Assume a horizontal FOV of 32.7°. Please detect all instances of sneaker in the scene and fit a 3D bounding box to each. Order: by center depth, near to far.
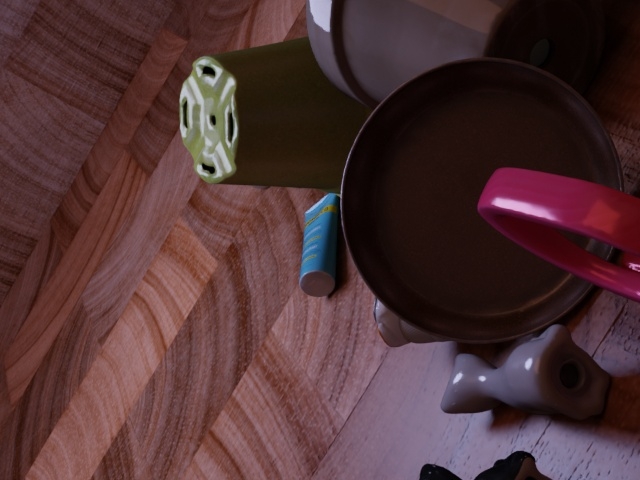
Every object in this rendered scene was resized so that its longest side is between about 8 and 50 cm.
[{"bbox_3d":[0.165,0.021,1.319,0.121,0.099,0.262,2,54,33],"label":"sneaker"}]

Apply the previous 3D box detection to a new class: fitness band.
[{"bbox_3d":[0.264,0.004,0.991,0.054,0.209,0.291,-64,25,-3],"label":"fitness band"}]

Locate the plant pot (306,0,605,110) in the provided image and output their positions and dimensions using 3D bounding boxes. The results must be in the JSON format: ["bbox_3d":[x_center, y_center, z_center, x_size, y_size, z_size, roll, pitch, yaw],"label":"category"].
[{"bbox_3d":[0.188,-0.274,1.352,0.323,0.323,0.280,-58,42,6],"label":"plant pot"}]

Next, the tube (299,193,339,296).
[{"bbox_3d":[0.000,0.000,1.673,0.080,0.052,0.207,-33,30,25],"label":"tube"}]

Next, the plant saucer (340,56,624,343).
[{"bbox_3d":[0.176,-0.043,1.200,0.311,0.310,0.050,-56,-17,10],"label":"plant saucer"}]

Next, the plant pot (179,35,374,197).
[{"bbox_3d":[-0.056,-0.182,1.589,0.276,0.254,0.276,19,113,55],"label":"plant pot"}]

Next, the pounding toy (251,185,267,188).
[{"bbox_3d":[-0.098,-0.174,1.894,0.269,0.154,0.155,-37,35,41],"label":"pounding toy"}]

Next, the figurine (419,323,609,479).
[{"bbox_3d":[0.175,0.200,1.108,0.209,0.092,0.215,-20,46,59],"label":"figurine"}]
